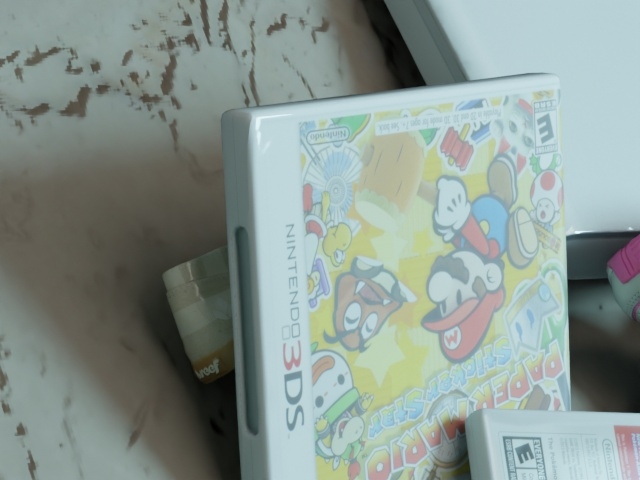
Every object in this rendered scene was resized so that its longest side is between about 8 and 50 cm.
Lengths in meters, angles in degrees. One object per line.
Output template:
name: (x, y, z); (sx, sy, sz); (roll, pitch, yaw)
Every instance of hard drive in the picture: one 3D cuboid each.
hard drive: (0.153, -0.131, 1.235); (0.233, 0.047, 0.353); (-2, 53, -33)

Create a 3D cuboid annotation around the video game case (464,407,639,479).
video game case: (0.167, 0.185, 1.005); (0.183, 0.023, 0.201); (4, 67, -25)

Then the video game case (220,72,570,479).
video game case: (0.046, 0.027, 0.994); (0.227, 0.026, 0.206); (-11, 102, -44)

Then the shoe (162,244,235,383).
shoe: (0.000, 0.000, 1.025); (0.058, 0.076, 0.219); (54, 44, 2)

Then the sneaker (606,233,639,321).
sneaker: (0.271, 0.057, 1.103); (0.252, 0.103, 0.111); (18, 46, -26)
